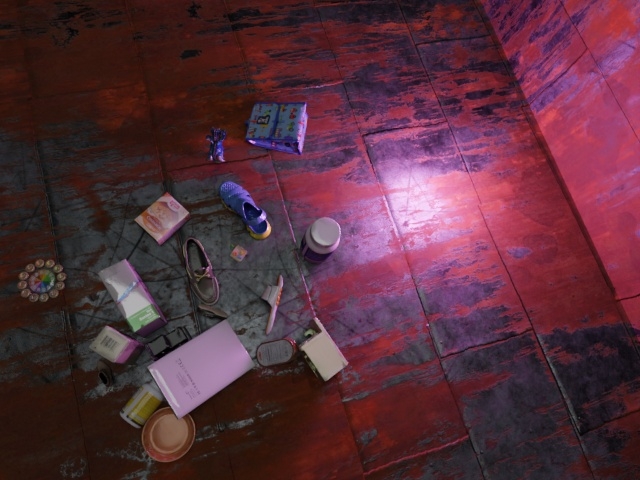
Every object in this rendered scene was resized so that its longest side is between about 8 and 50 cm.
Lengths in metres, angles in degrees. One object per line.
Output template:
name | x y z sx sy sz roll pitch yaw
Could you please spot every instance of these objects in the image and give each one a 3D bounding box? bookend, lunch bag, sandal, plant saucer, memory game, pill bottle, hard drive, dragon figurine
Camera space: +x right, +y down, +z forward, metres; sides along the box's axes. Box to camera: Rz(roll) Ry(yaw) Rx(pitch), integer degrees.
bookend | -0.603 0.408 1.754 0.157 0.156 0.072 -32 81 -18
lunch bag | -0.225 -0.563 2.153 0.293 0.138 0.221 7 73 5
sandal | -0.340 -0.154 1.986 0.126 0.138 0.317 -43 83 -17
plant saucer | -0.590 0.754 1.713 0.200 0.037 0.200 3 72 -8
memory game | -1.148 0.165 1.808 0.186 0.012 0.186 3 73 -9
pill bottle | -0.676 0.621 1.701 0.103 0.103 0.184 37 66 2
hard drive | -0.471 0.507 1.758 0.353 0.047 0.233 -30 80 -32
dragon figurine | -0.481 -0.440 2.014 0.085 0.289 0.144 1 111 -8
pill bottle | 0.000 0.000 1.929 0.153 0.264 0.153 3 73 -9
sandal | -0.223 0.269 1.893 0.076 0.102 0.265 15 73 -8

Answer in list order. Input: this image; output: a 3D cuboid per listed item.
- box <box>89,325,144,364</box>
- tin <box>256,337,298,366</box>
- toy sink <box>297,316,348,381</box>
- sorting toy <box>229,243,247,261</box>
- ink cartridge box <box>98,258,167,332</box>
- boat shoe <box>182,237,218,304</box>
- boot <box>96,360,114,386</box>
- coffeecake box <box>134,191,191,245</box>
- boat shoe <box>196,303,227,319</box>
box | -0.761 0.403 1.664 0.113 0.275 0.094 32 70 0
tin | -0.184 0.465 1.822 0.190 0.040 0.106 -17 70 22
toy sink | -0.015 0.461 1.845 0.131 0.153 0.234 -32 82 -17
sorting toy | -0.381 0.052 1.979 0.083 0.012 0.062 32 71 0
ink cartridge box | -0.745 0.235 1.757 0.117 0.201 0.278 -32 80 -18
boat shoe | -0.520 0.131 1.888 0.109 0.091 0.305 -20 77 -15
boot | -0.847 0.518 1.713 0.042 0.087 0.118 -39 83 -16
coffeecake box | -0.694 -0.096 1.939 0.142 0.068 0.185 41 70 5
boat shoe | -0.462 0.310 1.872 0.133 0.049 0.042 21 104 -12
